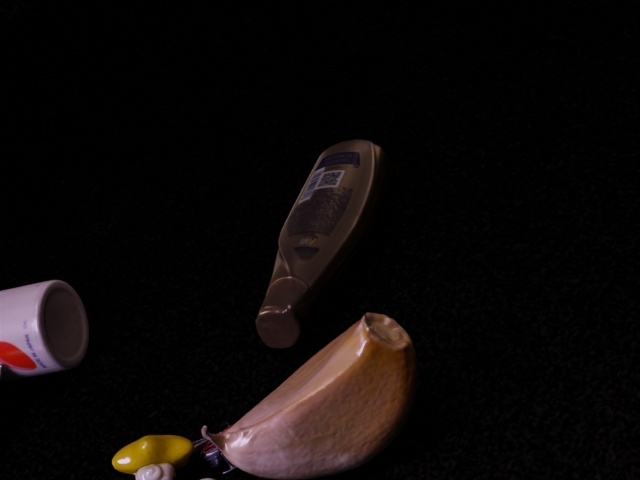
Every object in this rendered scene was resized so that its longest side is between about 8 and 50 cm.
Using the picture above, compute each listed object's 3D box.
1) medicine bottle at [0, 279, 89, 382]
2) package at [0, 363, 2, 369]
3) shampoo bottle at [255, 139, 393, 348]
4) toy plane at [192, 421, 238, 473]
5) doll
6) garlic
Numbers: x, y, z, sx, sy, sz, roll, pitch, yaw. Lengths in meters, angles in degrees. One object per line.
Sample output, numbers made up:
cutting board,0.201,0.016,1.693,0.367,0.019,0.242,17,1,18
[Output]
medicine bottle,-0.509,0.147,1.787,0.341,0.130,0.130,-11,36,21
package,-0.510,0.257,1.687,0.171,0.027,0.173,-12,58,19
shampoo bottle,0.000,0.000,1.691,0.126,0.084,0.350,-8,38,29
toy plane,-0.092,0.230,1.483,0.145,0.037,0.060,-32,23,-2
doll,-0.182,0.278,1.440,0.135,0.071,0.113,7,56,14
garlic,-0.001,0.179,1.378,0.245,0.164,0.145,-34,51,-2
